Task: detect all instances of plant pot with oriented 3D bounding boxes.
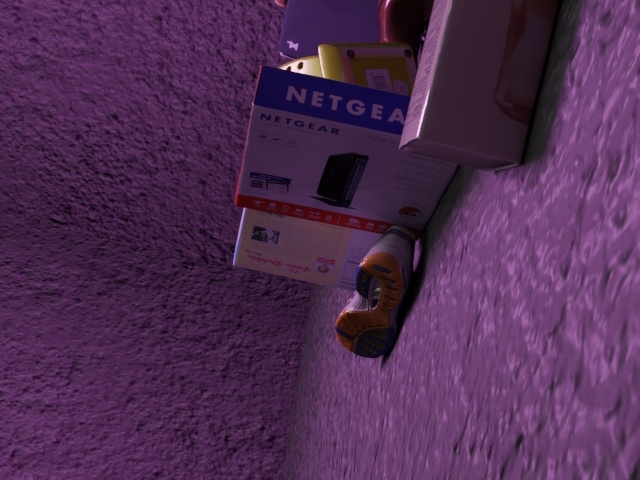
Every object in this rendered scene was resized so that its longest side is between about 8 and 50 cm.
[{"bbox_3d":[0.064,-0.241,1.665,0.207,0.227,0.228,-24,76,59],"label":"plant pot"}]

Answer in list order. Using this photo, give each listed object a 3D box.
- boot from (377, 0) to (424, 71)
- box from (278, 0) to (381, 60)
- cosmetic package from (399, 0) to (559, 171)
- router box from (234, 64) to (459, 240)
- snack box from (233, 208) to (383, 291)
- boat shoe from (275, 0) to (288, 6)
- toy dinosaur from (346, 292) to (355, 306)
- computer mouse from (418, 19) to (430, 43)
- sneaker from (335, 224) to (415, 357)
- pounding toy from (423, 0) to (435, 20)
[{"bbox_3d":[0.167,-0.323,1.728,0.264,0.096,0.280,112,154,-45],"label":"boot"},{"bbox_3d":[0.136,-0.708,2.167,0.480,0.297,0.472,106,-173,-45],"label":"box"},{"bbox_3d":[0.197,-0.242,1.088,0.153,0.129,0.296,-150,74,-85],"label":"cosmetic package"},{"bbox_3d":[0.040,-0.132,1.497,0.301,0.335,0.082,108,171,-61],"label":"router box"},{"bbox_3d":[0.000,0.000,1.795,0.060,0.322,0.187,-83,7,-50],"label":"snack box"},{"bbox_3d":[-0.066,-0.652,2.224,0.060,0.064,0.178,97,-164,-66],"label":"boat shoe"},{"bbox_3d":[0.117,0.028,2.057,0.118,0.064,0.268,-144,69,-80],"label":"toy dinosaur"},{"bbox_3d":[0.229,-0.463,1.984,0.262,0.060,0.184,111,180,-76],"label":"computer mouse"},{"bbox_3d":[0.113,0.097,1.629,0.131,0.112,0.296,-56,-9,-40],"label":"sneaker"},{"bbox_3d":[0.238,-0.539,1.779,0.237,0.110,0.183,0,108,71],"label":"pounding toy"}]
